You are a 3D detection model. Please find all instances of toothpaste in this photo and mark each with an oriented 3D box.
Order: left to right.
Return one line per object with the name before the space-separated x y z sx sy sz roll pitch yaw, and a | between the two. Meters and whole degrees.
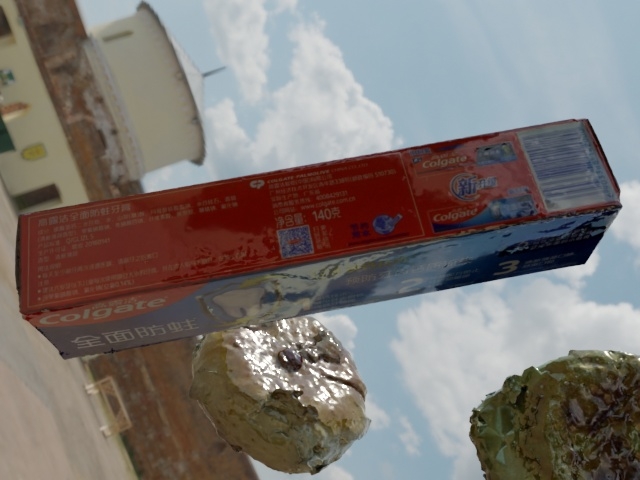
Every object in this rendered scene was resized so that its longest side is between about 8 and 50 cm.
toothpaste | 0.000 0.000 0.418 0.076 0.320 0.066 88 -8 -62

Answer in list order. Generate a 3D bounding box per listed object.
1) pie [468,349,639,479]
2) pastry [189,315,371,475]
pie | 0.338 0.259 0.785 0.103 0.355 0.288 104 -6 -56
pastry | -0.047 0.181 0.967 0.257 0.236 0.121 33 -62 6
